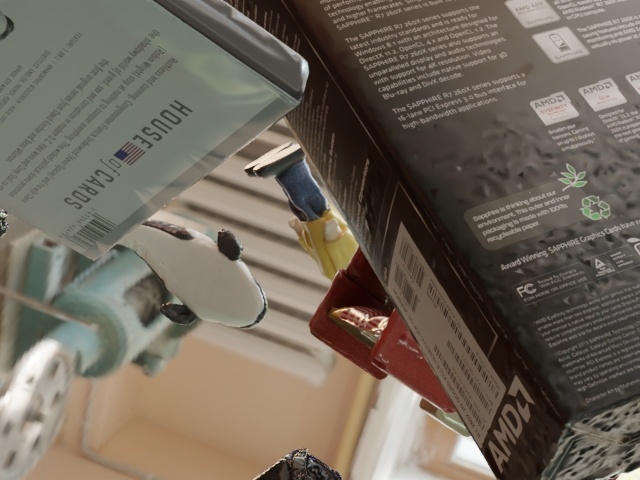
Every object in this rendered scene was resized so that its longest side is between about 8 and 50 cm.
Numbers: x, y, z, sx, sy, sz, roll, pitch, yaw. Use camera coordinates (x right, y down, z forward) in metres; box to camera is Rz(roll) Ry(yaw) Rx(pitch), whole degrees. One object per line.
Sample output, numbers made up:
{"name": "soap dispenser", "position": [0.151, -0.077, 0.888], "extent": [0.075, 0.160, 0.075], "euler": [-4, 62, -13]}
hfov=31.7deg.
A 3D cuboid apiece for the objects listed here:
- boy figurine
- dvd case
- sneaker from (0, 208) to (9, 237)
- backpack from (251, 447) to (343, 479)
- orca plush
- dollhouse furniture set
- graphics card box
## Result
{"name": "boy figurine", "position": [0.000, 0.000, 1.575], "extent": [0.092, 0.285, 0.177], "euler": [-31, -163, -14]}
{"name": "dvd case", "position": [-0.149, -0.089, 0.461], "extent": [0.179, 0.239, 0.029], "euler": [-30, -144, 45]}
{"name": "sneaker", "position": [-0.444, -0.126, 1.357], "extent": [0.100, 0.108, 0.271], "euler": [63, 21, -72]}
{"name": "backpack", "position": [-0.004, 0.251, 0.961], "extent": [0.098, 0.120, 0.101], "euler": [-38, 127, -21]}
{"name": "orca plush", "position": [-0.197, 0.053, 1.664], "extent": [0.102, 0.287, 0.151], "euler": [56, 50, -72]}
{"name": "dollhouse furniture set", "position": [0.190, 0.136, 1.167], "extent": [0.152, 0.374, 0.201], "euler": [-57, -160, -7]}
{"name": "graphics card box", "position": [0.117, -0.066, 0.598], "extent": [0.233, 0.371, 0.094], "euler": [-17, 144, -20]}
